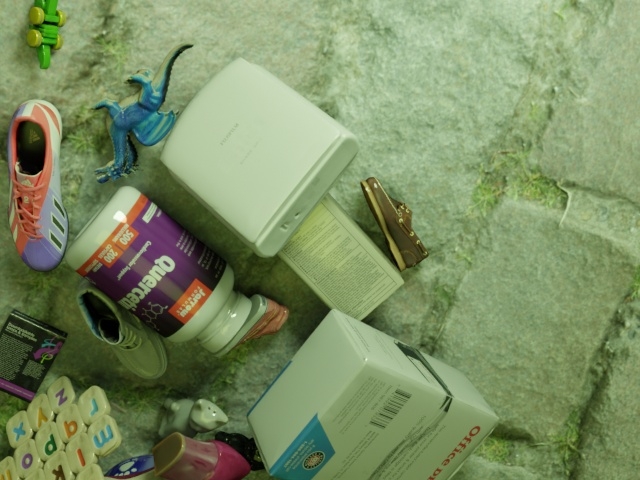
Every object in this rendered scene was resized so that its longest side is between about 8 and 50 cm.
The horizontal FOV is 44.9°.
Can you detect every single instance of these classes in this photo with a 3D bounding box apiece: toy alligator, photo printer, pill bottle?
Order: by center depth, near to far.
[{"bbox_3d":[-0.473,-0.391,1.325,0.051,0.056,0.190,21,108,29],"label":"toy alligator"},{"bbox_3d":[-0.121,-0.157,1.332,0.307,0.107,0.256,41,94,27],"label":"photo printer"},{"bbox_3d":[-0.286,0.062,1.416,0.323,0.181,0.181,40,99,-16],"label":"pill bottle"}]

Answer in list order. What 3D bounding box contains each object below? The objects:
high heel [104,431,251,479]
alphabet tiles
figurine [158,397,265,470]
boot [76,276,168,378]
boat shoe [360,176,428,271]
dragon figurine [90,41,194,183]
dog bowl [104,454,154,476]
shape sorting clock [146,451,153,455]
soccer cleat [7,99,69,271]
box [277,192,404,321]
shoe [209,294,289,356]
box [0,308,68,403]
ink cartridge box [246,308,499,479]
[{"bbox_3d":[-0.309,0.490,1.437,0.377,0.127,0.181,-35,132,24],"label":"high heel"},{"bbox_3d":[-0.506,0.412,1.479,0.284,0.278,0.021,-39,144,5],"label":"alphabet tiles"},{"bbox_3d":[-0.198,0.379,1.511,0.215,0.209,0.092,39,59,-16],"label":"figurine"},{"bbox_3d":[-0.382,0.180,1.472,0.095,0.123,0.258,-31,108,3],"label":"boot"},{"bbox_3d":[0.144,-0.039,1.496,0.073,0.073,0.207,-27,115,0],"label":"boat shoe"},{"bbox_3d":[-0.304,-0.223,1.376,0.289,0.085,0.144,-37,108,6],"label":"dragon figurine"},{"bbox_3d":[-0.342,0.572,1.572,0.265,0.104,0.265,-1,110,-2],"label":"dog bowl"},{"bbox_3d":[-0.298,0.523,1.632,0.206,0.040,0.206,0,111,-1],"label":"shape sorting clock"},{"bbox_3d":[-0.511,-0.086,1.378,0.108,0.116,0.318,3,107,-8],"label":"soccer cleat"},{"bbox_3d":[0.000,0.000,1.462,0.148,0.121,0.311,-40,107,7],"label":"box"},{"bbox_3d":[-0.141,0.179,1.531,0.081,0.063,0.178,24,122,-38],"label":"shoe"},{"bbox_3d":[-0.583,0.227,1.514,0.116,0.029,0.162,29,103,-15],"label":"box"},{"bbox_3d":[0.105,0.344,1.493,0.395,0.166,0.285,29,106,-35],"label":"ink cartridge box"}]
